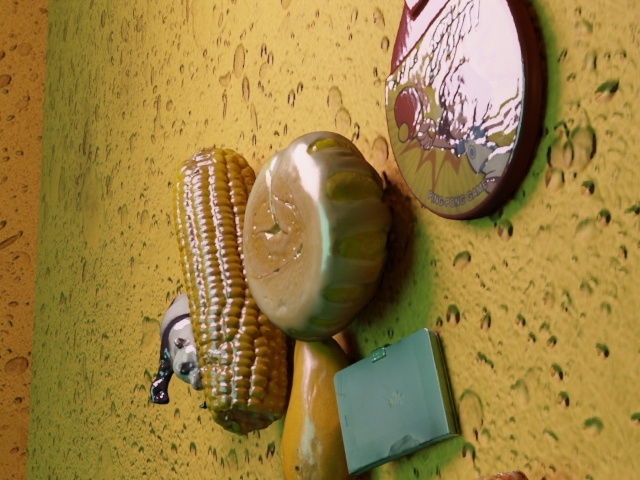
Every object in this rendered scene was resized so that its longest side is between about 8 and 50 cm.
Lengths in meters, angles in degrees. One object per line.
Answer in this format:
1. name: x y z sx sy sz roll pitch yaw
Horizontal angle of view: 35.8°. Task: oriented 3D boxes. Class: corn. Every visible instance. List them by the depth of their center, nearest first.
1. corn: -0.106 0.049 1.176 0.120 0.121 0.363 -46 49 54

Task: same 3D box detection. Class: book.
1. book: 0.065 0.144 0.893 0.135 0.017 0.103 -35 56 43

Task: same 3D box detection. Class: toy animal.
1. toy animal: -0.166 0.141 1.280 0.225 0.094 0.121 -96 12 -75

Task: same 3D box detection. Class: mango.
1. mango: 0.002 0.183 0.988 0.098 0.075 0.190 -18 65 52

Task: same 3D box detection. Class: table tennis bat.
1. table tennis bat: 0.107 -0.162 0.851 0.200 0.038 0.310 -50 47 50

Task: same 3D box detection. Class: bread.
1. bread: 0.000 0.000 0.972 0.213 0.105 0.213 -7 82 60

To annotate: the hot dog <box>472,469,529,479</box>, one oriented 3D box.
1. hot dog: 0.147 0.283 0.674 0.102 0.076 0.249 91 172 -74
